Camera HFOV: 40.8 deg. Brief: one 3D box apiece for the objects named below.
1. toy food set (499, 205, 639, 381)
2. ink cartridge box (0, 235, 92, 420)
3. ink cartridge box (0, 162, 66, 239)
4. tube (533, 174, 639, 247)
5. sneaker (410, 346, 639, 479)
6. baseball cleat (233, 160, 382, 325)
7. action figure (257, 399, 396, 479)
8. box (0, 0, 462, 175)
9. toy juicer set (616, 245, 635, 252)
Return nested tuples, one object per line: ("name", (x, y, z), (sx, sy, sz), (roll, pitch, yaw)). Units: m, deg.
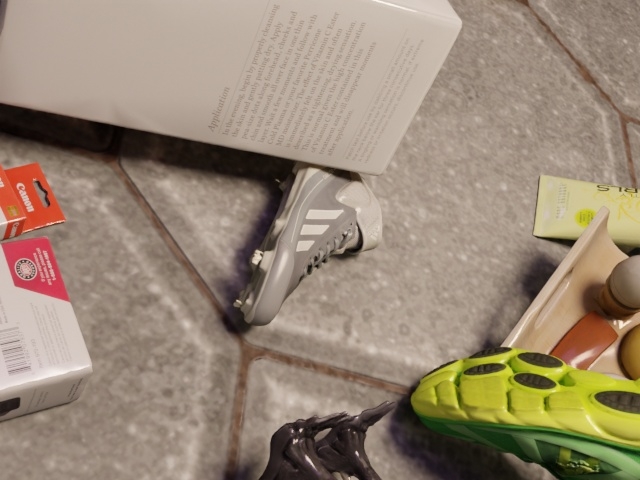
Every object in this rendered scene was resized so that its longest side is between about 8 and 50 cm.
("toy food set", (0.330, 0.129, 0.774), (0.306, 0.092, 0.220), (35, 64, 14))
("ink cartridge box", (-0.246, 0.068, 0.578), (0.150, 0.063, 0.109), (-11, 66, -32))
("ink cartridge box", (-0.257, -0.031, 0.658), (0.115, 0.029, 0.063), (-19, 71, -36))
("tube", (0.356, -0.022, 0.933), (0.240, 0.062, 0.070), (9, 10, 13))
("sneaker", (0.205, 0.164, 0.676), (0.295, 0.124, 0.109), (8, 23, 29))
("baseball cleat", (0.000, 0.000, 0.754), (0.109, 0.072, 0.206), (27, 52, -11))
("action figure", (0.059, 0.244, 0.579), (0.164, 0.141, 0.276), (18, 42, -56))
("box", (-0.090, -0.209, 0.741), (0.345, 0.168, 0.215), (9, 39, -24))
("toy juicer set", (0.424, 0.074, 0.949), (0.209, 0.089, 0.329), (-10, 51, -11))
